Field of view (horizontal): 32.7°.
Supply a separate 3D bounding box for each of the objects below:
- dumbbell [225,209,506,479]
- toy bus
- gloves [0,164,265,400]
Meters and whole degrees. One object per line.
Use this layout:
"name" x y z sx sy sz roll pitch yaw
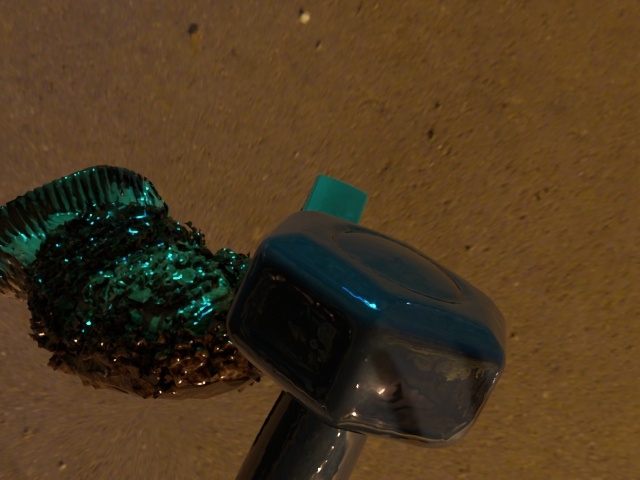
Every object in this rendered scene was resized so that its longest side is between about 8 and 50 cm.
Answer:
"dumbbell" -0.023 0.149 0.614 0.144 0.160 0.325 27 105 1
"toy bus" 0.000 0.000 1.305 0.079 0.092 0.160 23 40 -1
"gloves" -0.146 0.048 0.925 0.210 0.312 0.135 -4 120 -37
